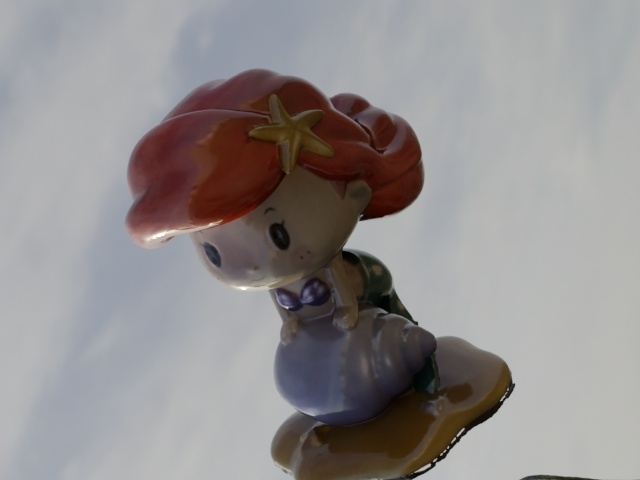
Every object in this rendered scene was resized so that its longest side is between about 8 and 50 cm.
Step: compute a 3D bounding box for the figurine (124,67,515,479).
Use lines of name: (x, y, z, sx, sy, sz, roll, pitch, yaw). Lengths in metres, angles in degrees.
figurine: (-0.009, 0.004, 1.162, 0.208, 0.181, 0.257, -37, -65, -25)

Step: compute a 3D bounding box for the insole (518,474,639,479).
insole: (0.280, 0.212, 1.539, 0.081, 0.248, 0.011, 87, -172, -52)
